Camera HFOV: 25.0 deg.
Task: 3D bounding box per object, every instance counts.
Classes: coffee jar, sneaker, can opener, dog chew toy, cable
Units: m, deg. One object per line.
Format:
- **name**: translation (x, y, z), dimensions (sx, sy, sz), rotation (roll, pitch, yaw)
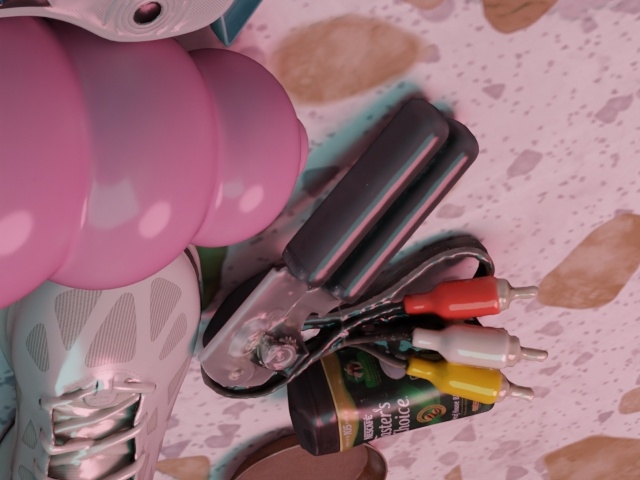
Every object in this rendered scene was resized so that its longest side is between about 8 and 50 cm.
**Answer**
- **coffee jar**: translation (0.061, 0.130, 1.288), dimensions (0.184, 0.079, 0.096), rotation (-14, 147, -6)
- **sneaker**: translation (-0.162, 0.192, 1.126), dimensions (0.169, 0.257, 0.447), rotation (-2, 138, -20)
- **can opener**: translation (0.000, 0.000, 1.127), dimensions (0.076, 0.095, 0.283), rotation (26, 110, -41)
- **dog chew toy**: translation (-0.157, -0.057, 0.891), dimensions (0.332, 0.206, 0.206), rotation (-3, 139, -32)
- **cable**: translation (0.044, 0.072, 1.204), dimensions (0.287, 0.072, 0.139), rotation (-2, 105, -7)
- **sneaker**: translation (-0.153, -0.181, 0.807), dimensions (0.217, 0.121, 0.079), rotation (-2, 141, -40)

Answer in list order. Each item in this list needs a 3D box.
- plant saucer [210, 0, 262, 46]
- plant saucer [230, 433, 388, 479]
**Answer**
- **plant saucer**: translation (-0.059, -0.206, 0.860), dimensions (0.018, 0.067, 0.192), rotation (19, 146, 19)
- **plant saucer**: translation (-0.018, 0.234, 1.422), dimensions (0.168, 0.029, 0.168), rotation (-11, 142, -9)
